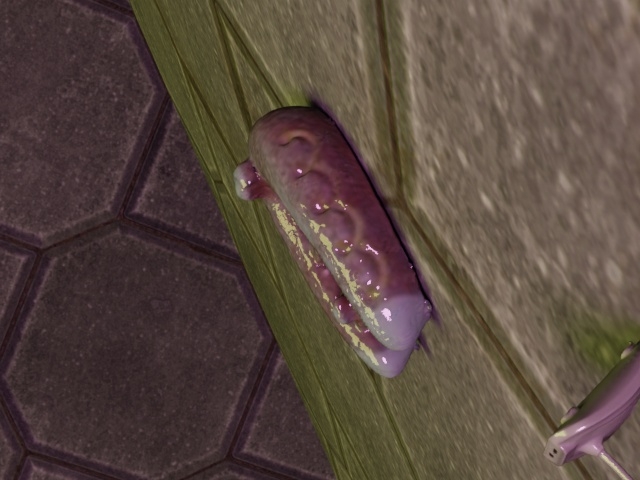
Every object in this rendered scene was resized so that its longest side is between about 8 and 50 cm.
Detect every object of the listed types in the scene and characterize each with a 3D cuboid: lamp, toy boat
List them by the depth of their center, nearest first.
[{"bbox_3d":[0.157,0.118,0.310,0.198,0.056,0.050,48,162,30],"label":"lamp"},{"bbox_3d":[0.000,0.000,0.737,0.155,0.085,0.227,87,158,-70],"label":"toy boat"}]
